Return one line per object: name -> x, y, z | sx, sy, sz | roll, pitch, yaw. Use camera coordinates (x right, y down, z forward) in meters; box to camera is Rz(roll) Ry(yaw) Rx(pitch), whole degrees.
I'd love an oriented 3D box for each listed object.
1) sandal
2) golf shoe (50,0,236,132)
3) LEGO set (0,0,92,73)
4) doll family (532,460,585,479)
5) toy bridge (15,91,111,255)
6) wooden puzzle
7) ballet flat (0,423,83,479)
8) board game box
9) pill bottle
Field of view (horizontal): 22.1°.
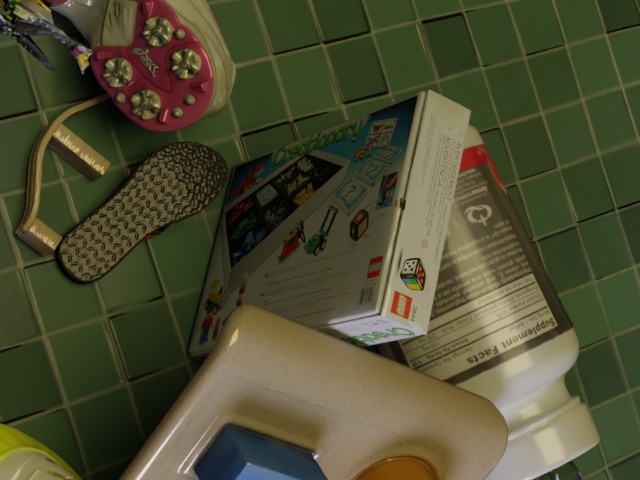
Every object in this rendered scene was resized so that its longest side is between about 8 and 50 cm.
sandal -> -0.162, -0.027, 1.459 | 0.179, 0.040, 0.067 | -38, 96, -17
golf shoe -> -0.180, -0.231, 1.457 | 0.306, 0.115, 0.140 | 60, 20, 5
LEGO set -> -0.328, -0.232, 1.245 | 0.255, 0.331, 0.192 | 50, 59, -38
doll family -> 0.176, 0.254, 1.594 | 0.193, 0.076, 0.111 | -39, 106, -29
toy bridge -> -0.214, -0.079, 1.437 | 0.063, 0.026, 0.188 | 39, 61, -19
wooden puzzle -> -0.032, 0.250, 1.329 | 0.322, 0.080, 0.348 | 24, 104, -38
ballet flat -> -0.209, 0.225, 1.349 | 0.231, 0.077, 0.077 | 45, 61, -17
board game box -> 0.000, 0.000, 1.391 | 0.053, 0.305, 0.193 | 23, 69, -28
pill bottle -> 0.131, 0.068, 1.516 | 0.176, 0.176, 0.319 | -22, 85, -34
